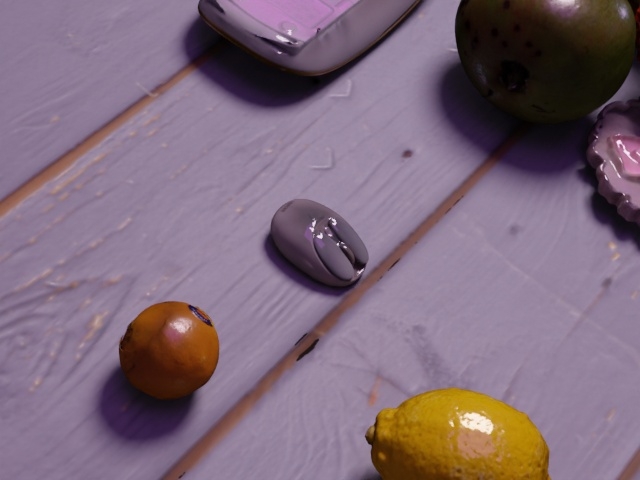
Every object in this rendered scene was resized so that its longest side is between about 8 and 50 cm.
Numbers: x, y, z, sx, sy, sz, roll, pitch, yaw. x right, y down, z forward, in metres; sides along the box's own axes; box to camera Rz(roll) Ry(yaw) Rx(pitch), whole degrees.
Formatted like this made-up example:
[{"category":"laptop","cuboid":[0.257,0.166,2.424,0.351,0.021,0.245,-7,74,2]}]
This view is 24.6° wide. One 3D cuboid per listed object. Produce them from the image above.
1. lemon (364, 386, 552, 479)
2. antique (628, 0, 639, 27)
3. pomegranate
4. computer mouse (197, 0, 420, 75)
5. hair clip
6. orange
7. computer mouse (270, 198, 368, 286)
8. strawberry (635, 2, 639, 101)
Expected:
[{"category":"lemon","cuboid":[0.111,0.174,1.170,0.155,0.114,0.114,20,49,6]},{"category":"antique","cuboid":[0.415,-0.338,1.625,0.223,0.129,0.278,29,72,-15]},{"category":"pomegranate","cuboid":[0.243,-0.210,1.472,0.210,0.179,0.179,-22,61,-23]},{"category":"computer mouse","cuboid":[0.006,-0.267,1.519,0.158,0.072,0.310,35,51,14]},{"category":"hair clip","cuboid":[0.414,-0.079,1.484,0.300,0.069,0.173,-5,48,-5]},{"category":"orange","cuboid":[-0.122,0.089,1.192,0.083,0.083,0.084,8,50,-10]},{"category":"computer mouse","cuboid":[0.000,-0.002,1.325,0.096,0.039,0.066,37,52,13]},{"category":"strawberry","cuboid":[0.384,-0.255,1.488,0.174,0.098,0.228,-2,89,-15]}]
